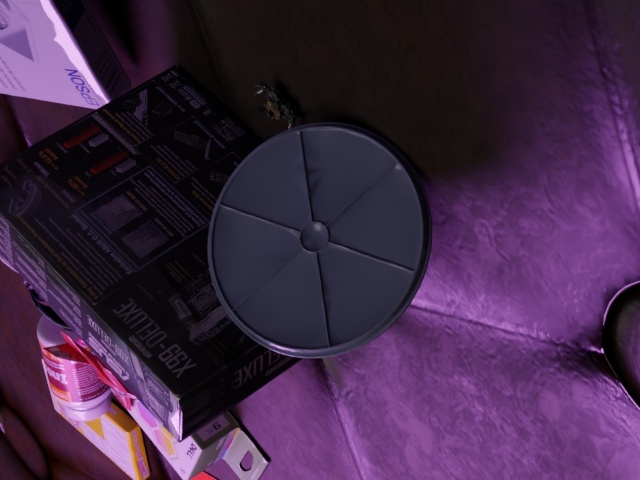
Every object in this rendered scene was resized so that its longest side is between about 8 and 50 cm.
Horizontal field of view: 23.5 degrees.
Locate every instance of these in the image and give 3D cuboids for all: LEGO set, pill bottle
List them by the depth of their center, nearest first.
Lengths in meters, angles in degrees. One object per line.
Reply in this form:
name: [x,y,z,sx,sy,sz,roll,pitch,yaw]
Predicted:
LEGO set: [-0.033,-0.111,1.376,0.054,0.023,0.083,37,158,36]
pill bottle: [-0.313,0.160,1.994,0.086,0.086,0.152,33,143,36]

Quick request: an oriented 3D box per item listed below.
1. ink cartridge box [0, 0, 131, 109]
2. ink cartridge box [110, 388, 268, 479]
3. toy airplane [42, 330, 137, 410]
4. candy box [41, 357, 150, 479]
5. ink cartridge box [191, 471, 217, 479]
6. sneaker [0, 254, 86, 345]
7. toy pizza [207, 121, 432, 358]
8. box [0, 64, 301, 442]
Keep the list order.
ink cartridge box: [-0.323,-0.217,1.510,0.224,0.045,0.223,11,153,23]
ink cartridge box: [-0.159,0.218,1.841,0.209,0.062,0.109,49,150,13]
toy airplane: [-0.257,0.153,1.812,0.151,0.028,0.151,29,160,11]
candy box: [-0.312,0.244,2.135,0.206,0.027,0.105,33,146,37]
ink cartridge box: [-0.112,0.416,1.974,0.189,0.066,0.232,20,138,48]
sneaker: [-0.315,0.035,1.849,0.299,0.112,0.121,22,135,47]
toy pizza: [0.000,0.000,1.296,0.201,0.201,0.032,44,-173,23]
box: [-0.130,0.002,1.399,0.307,0.242,0.076,42,149,24]
